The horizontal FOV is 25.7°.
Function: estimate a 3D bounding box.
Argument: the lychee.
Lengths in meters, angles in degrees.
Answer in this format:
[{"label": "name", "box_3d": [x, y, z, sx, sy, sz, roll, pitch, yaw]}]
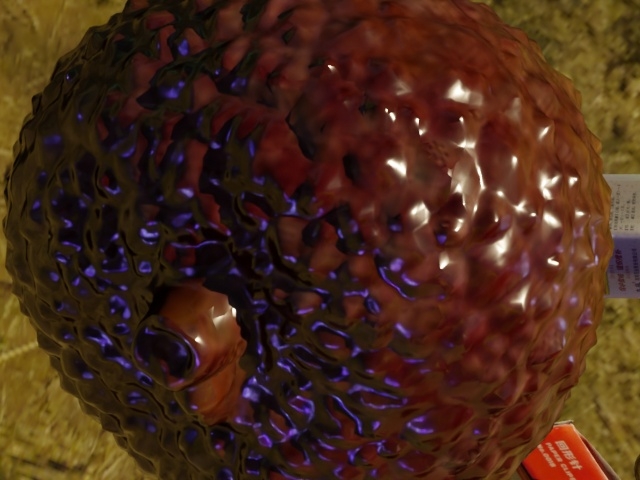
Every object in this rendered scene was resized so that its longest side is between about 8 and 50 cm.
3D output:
[{"label": "lychee", "box_3d": [0.000, 0.000, 0.597, 0.261, 0.260, 0.260, 8, 63, -15]}]

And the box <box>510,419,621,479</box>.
[{"label": "box", "box_3d": [0.204, 0.276, 1.306, 0.099, 0.182, 0.133, -4, 44, -32]}]

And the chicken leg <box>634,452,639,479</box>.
[{"label": "chicken leg", "box_3d": [0.303, 0.241, 1.132, 0.085, 0.101, 0.207, -8, 105, 5]}]

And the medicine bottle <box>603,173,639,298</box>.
[{"label": "medicine bottle", "box_3d": [0.161, -0.003, 0.892, 0.118, 0.074, 0.055, 2, 55, 17]}]
